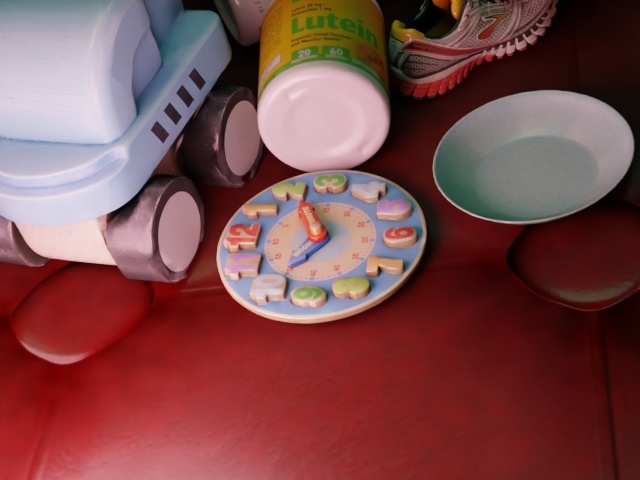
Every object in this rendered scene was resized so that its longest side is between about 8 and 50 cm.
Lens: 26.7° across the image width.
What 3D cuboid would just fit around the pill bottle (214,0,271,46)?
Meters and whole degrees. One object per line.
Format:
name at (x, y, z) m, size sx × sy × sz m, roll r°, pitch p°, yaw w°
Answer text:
pill bottle at (-0.016, -0.333, 1.601) m, size 0.229 × 0.131 × 0.131 m, roll -25°, pitch 42°, yaw -7°

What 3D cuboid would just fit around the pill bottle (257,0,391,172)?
pill bottle at (0.003, -0.198, 1.445) m, size 0.136 × 0.136 × 0.245 m, roll -10°, pitch 42°, yaw 9°

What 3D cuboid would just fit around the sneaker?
sneaker at (0.170, -0.243, 1.468) m, size 0.225 × 0.092 × 0.088 m, roll -35°, pitch 42°, yaw -20°

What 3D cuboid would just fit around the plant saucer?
plant saucer at (0.208, -0.072, 1.313) m, size 0.195 × 0.037 × 0.195 m, roll -10°, pitch 42°, yaw 10°

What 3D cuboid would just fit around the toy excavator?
toy excavator at (-0.215, -0.241, 1.335) m, size 0.222 × 0.445 × 0.433 m, roll 7°, pitch 47°, yaw 25°

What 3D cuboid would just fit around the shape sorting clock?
shape sorting clock at (0.000, 0.000, 1.305) m, size 0.206 × 0.040 × 0.206 m, roll -10°, pitch 42°, yaw 9°
